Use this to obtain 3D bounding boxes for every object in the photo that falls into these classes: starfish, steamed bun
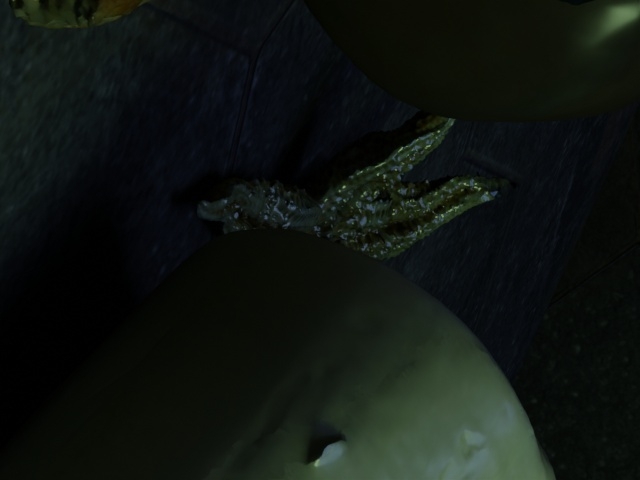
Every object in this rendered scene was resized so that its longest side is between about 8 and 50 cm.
[{"bbox_3d":[-0.002,-0.002,1.296,0.347,0.078,0.358,-48,150,-2],"label":"starfish"},{"bbox_3d":[-0.060,0.236,1.083,0.371,0.290,0.456,-46,141,-27],"label":"steamed bun"}]

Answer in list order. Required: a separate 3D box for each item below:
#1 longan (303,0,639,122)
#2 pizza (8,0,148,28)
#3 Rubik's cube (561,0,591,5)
[{"bbox_3d":[0.109,-0.209,0.716,0.288,0.288,0.350,-32,147,-63],"label":"longan"},{"bbox_3d":[-0.057,-0.246,0.758,0.336,0.086,0.226,-64,156,-1],"label":"pizza"},{"bbox_3d":[-0.029,-0.222,0.492,0.250,0.248,0.246,-5,119,-50],"label":"Rubik's cube"}]
